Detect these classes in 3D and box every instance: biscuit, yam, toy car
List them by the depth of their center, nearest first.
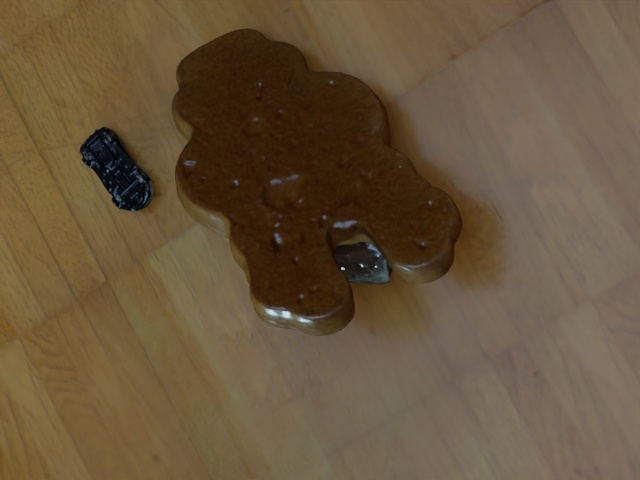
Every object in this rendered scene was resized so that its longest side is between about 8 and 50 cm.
[{"bbox_3d":[-0.021,-0.060,1.742,0.202,0.047,0.334,-30,58,-9],"label":"biscuit"},{"bbox_3d":[0.000,0.001,1.771,0.141,0.079,0.079,2,87,15],"label":"yam"},{"bbox_3d":[-0.192,-0.066,1.860,0.041,0.025,0.093,-41,73,13],"label":"toy car"}]
